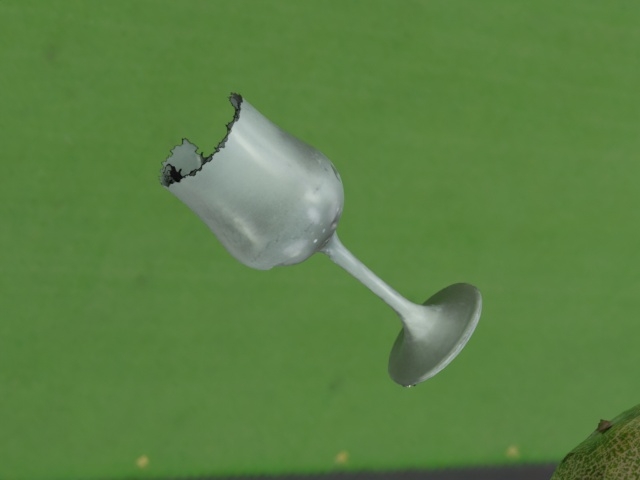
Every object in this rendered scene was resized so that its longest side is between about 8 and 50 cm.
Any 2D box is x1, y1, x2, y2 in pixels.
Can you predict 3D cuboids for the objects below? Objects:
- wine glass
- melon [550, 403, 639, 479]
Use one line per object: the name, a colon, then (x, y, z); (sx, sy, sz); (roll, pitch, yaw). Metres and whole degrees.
wine glass: (0.000, 0.000, 1.108); (0.195, 0.079, 0.079); (40, 96, -22)
melon: (0.143, 0.121, 0.621); (0.099, 0.162, 0.099); (-42, 172, -7)
